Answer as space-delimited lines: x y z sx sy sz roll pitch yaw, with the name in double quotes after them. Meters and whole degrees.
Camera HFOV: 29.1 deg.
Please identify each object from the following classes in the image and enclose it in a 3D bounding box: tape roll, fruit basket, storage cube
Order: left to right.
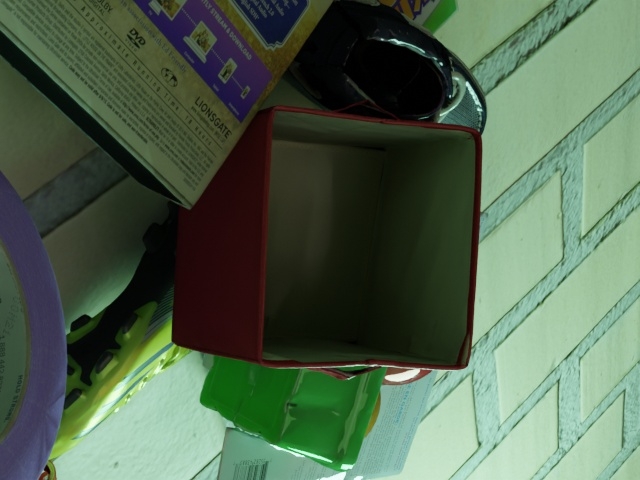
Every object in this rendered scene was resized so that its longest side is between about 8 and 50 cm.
-0.279 0.058 0.780 0.275 0.090 0.275 42 41 -52 "tape roll"
0.000 0.000 0.993 0.184 0.193 0.215 3 88 -26 "storage cube"
0.035 0.101 1.288 0.353 0.165 0.327 6 103 -60 "fruit basket"

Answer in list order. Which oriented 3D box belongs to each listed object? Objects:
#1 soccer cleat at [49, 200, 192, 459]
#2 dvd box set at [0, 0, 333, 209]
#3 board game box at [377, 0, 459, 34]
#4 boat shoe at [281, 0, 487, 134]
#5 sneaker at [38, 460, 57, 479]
-0.152 0.088 1.084 0.289 0.093 0.121 -52 135 -16 "soccer cleat"
-0.062 -0.269 0.806 0.420 0.062 0.307 -57 144 -10 "dvd box set"
0.068 -0.269 1.172 0.124 0.039 0.259 -44 145 -20 "board game box"
0.080 -0.130 1.126 0.340 0.158 0.127 20 104 -46 "boat shoe"
-0.245 0.258 1.096 0.270 0.090 0.145 10 109 -51 "sneaker"
